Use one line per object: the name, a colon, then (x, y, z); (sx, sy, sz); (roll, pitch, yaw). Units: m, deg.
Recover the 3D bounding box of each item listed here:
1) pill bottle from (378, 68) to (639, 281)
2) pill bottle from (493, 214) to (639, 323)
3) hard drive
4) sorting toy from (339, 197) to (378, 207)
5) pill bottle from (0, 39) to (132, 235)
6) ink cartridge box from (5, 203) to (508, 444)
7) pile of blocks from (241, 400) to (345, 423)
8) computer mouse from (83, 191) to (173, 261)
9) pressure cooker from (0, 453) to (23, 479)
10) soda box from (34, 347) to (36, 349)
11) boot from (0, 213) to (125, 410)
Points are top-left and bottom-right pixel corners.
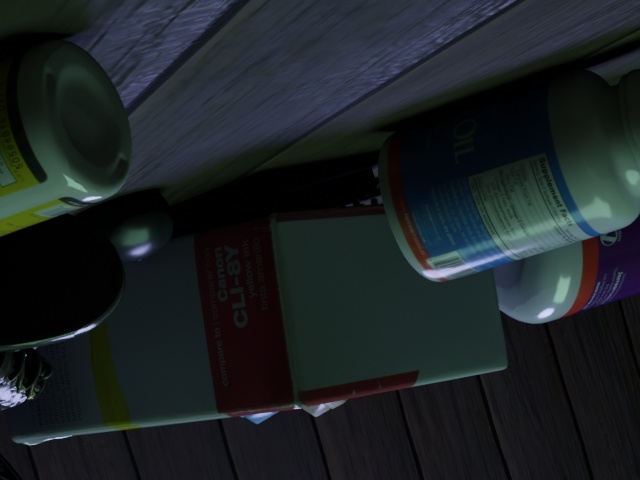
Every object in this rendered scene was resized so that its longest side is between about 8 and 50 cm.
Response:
pill bottle: (0.165, -0.055, 1.258); (0.221, 0.124, 0.124); (-18, 176, 24)
pill bottle: (0.299, -0.046, 1.576); (0.323, 0.181, 0.181); (-16, 177, -22)
hard drive: (-0.017, -0.037, 1.539); (0.135, 0.022, 0.094); (-17, 177, -1)
sorting toy: (0.041, -0.012, 1.864); (0.274, 0.046, 0.132); (5, 164, -33)
pill bottle: (-0.138, -0.031, 0.665); (0.116, 0.065, 0.065); (-18, 176, 24)
ink cartridge box: (-0.073, 0.073, 1.520); (0.385, 0.160, 0.279); (-12, 176, 42)
pile of blocks: (-0.072, 0.136, 1.829); (0.112, 0.149, 0.362); (36, 175, -35)
computer mouse: (-0.162, 0.009, 1.321); (0.071, 0.041, 0.242); (-21, 176, -19)
pressure cooker: (-0.451, 0.271, 1.400); (0.375, 0.420, 0.370); (-40, 169, -28)
soda box: (-0.249, 0.051, 1.287); (0.074, 0.069, 0.216); (-15, 171, -24)
boot: (-0.223, 0.058, 1.088); (0.263, 0.091, 0.229); (-7, 161, 11)
